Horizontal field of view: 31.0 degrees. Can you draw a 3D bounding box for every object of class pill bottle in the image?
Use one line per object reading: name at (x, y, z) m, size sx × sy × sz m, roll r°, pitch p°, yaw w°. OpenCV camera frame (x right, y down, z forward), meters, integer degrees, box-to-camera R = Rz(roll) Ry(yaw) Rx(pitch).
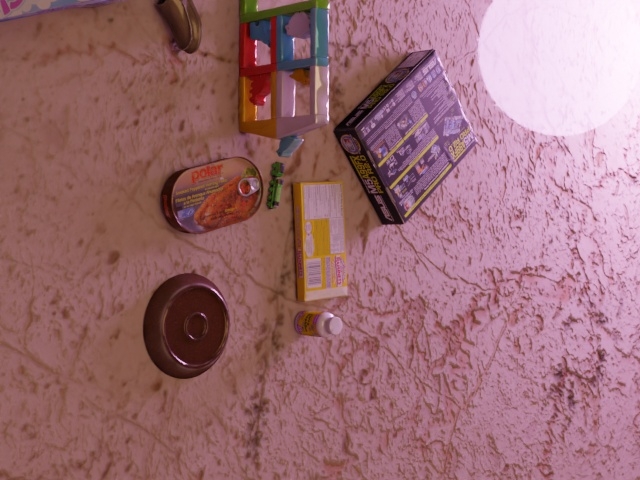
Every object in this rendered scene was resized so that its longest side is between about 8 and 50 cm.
pill bottle at (-0.002, 0.143, 1.974) m, size 0.043 × 0.083 × 0.043 m, roll 0°, pitch 90°, yaw -44°

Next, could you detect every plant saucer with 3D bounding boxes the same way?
plant saucer at (-0.203, 0.136, 1.824) m, size 0.168 × 0.029 × 0.168 m, roll -1°, pitch 92°, yaw -44°

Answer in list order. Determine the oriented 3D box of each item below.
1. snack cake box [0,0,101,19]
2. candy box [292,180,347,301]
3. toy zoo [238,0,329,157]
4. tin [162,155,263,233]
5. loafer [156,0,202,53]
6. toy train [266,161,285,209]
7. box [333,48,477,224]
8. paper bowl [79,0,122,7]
snack cake box at (-0.411, -0.360, 1.486) m, size 0.264 × 0.089 × 0.152 m, roll -13°, pitch 101°, yaw -4°
candy box at (0.000, 0.000, 2.013) m, size 0.105 × 0.027 × 0.206 m, roll -5°, pitch 94°, yaw -46°
toy zoo at (-0.061, -0.280, 1.840) m, size 0.030 × 0.192 × 0.293 m, roll 0°, pitch 91°, yaw -43°
tin at (-0.172, -0.074, 1.845) m, size 0.189 × 0.040 × 0.106 m, roll -18°, pitch 107°, yaw -42°
loafer at (-0.225, -0.360, 1.782) m, size 0.050 × 0.056 × 0.148 m, roll -16°, pitch 91°, yaw -41°
toy train at (-0.074, -0.093, 1.944) m, size 0.017 × 0.023 × 0.083 m, roll 12°, pitch 82°, yaw -43°
box at (0.164, -0.193, 2.143) m, size 0.270 × 0.060 × 0.216 m, roll -47°, pitch 121°, yaw -32°
paper bowl at (-0.315, -0.479, 1.631) m, size 0.284 × 0.148 × 0.284 m, roll -2°, pitch 93°, yaw -43°
